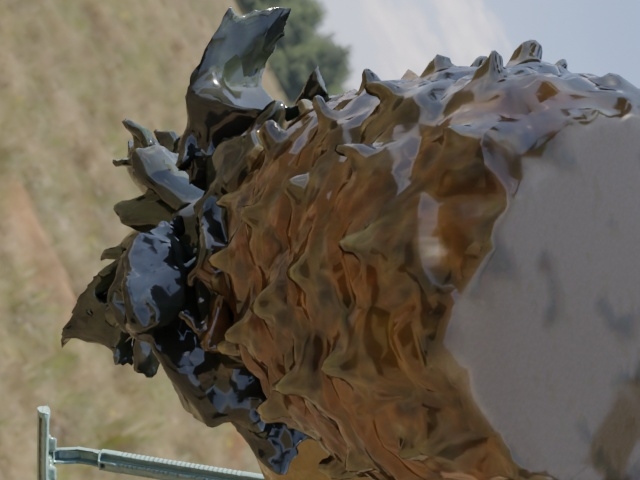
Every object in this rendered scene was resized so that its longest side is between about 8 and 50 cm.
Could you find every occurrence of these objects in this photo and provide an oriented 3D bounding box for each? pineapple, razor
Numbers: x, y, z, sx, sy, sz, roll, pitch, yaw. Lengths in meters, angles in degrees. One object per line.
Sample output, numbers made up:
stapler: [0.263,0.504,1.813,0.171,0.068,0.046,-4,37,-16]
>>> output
pineapple: [0.000,0.000,0.530,0.310,0.141,0.170,6,-83,56]
razor: [-0.133,0.186,1.204,0.036,0.211,0.084,-32,125,-72]

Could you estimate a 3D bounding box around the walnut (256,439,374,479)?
walnut: [0.075,0.065,0.797,0.224,0.257,0.257,29,30,-61]
